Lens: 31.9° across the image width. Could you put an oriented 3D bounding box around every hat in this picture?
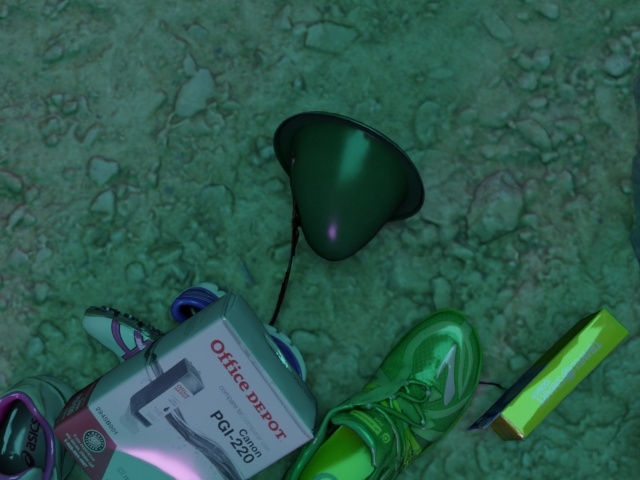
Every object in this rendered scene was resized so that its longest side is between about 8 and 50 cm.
[{"bbox_3d":[0.000,0.000,1.168,0.173,0.208,0.183,10,58,28],"label":"hat"}]

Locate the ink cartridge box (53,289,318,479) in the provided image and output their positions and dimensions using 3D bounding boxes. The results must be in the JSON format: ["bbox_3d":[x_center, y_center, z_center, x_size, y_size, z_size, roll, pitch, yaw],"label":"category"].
[{"bbox_3d":[-0.132,0.178,1.134,0.218,0.092,0.158,-34,101,8],"label":"ink cartridge box"}]

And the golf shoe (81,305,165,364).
[{"bbox_3d":[-0.185,0.138,1.205,0.186,0.067,0.086,31,81,6],"label":"golf shoe"}]

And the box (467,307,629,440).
[{"bbox_3d":[0.238,0.150,1.181,0.178,0.109,0.042,-43,83,-8],"label":"box"}]

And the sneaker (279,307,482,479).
[{"bbox_3d":[0.069,0.195,1.164,0.109,0.123,0.295,40,80,8],"label":"sneaker"}]

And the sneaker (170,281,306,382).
[{"bbox_3d":[-0.093,0.115,1.201,0.170,0.071,0.068,35,113,12],"label":"sneaker"}]

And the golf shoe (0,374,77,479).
[{"bbox_3d":[-0.317,0.287,1.137,0.115,0.140,0.306,3,79,-1],"label":"golf shoe"}]
